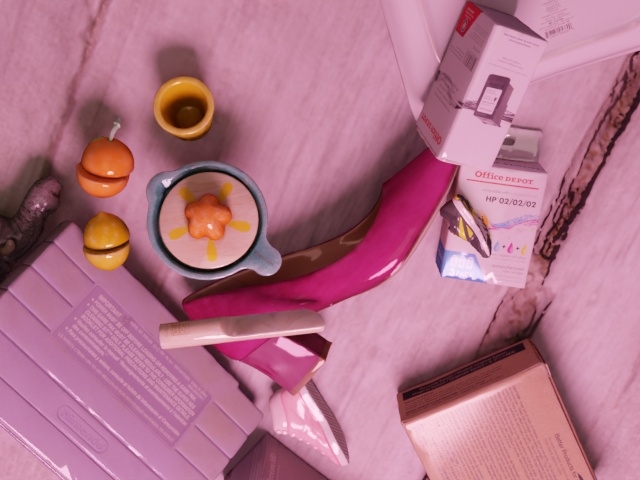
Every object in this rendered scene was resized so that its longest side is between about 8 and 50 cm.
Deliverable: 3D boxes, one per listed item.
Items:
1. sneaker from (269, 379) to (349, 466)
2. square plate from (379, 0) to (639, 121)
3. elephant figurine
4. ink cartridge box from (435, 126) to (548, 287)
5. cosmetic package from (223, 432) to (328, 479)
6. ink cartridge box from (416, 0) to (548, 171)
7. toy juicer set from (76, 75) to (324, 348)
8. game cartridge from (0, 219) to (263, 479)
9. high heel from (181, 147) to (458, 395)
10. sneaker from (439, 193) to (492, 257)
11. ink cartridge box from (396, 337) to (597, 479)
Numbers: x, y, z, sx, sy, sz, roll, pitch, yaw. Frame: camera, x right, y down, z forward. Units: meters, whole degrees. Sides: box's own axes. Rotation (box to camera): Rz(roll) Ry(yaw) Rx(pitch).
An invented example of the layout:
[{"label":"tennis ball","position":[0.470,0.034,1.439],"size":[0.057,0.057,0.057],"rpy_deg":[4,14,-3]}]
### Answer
[{"label":"sneaker","position":[-0.018,0.242,1.231],"size":[0.070,0.051,0.134],"rpy_deg":[-28,102,10]},{"label":"square plate","position":[0.224,-0.327,1.026],"size":[0.347,0.049,0.344],"rpy_deg":[-19,114,4]},{"label":"elephant figurine","position":[-0.431,0.034,1.133],"size":[0.169,0.186,0.239],"rpy_deg":[11,99,42]},{"label":"ink cartridge box","position":[0.205,-0.043,1.134],"size":[0.104,0.061,0.181],"rpy_deg":[7,107,-1]},{"label":"cosmetic package","position":[-0.015,0.375,1.232],"size":[0.238,0.127,0.107],"rpy_deg":[42,103,-13]},{"label":"ink cartridge box","position":[0.166,-0.163,1.009],"size":[0.063,0.109,0.150],"rpy_deg":[15,114,-15]},{"label":"toy juicer set","position":[-0.157,-0.004,1.060],"size":[0.209,0.089,0.329],"rpy_deg":[-27,82,-5]},{"label":"game cartridge","position":[-0.250,0.174,1.131],"size":[0.355,0.068,0.230],"rpy_deg":[50,60,-21]},{"label":"high heel","position":[0.000,0.000,1.122],"size":[0.181,0.127,0.377],"rpy_deg":[36,100,-3]},{"label":"sneaker","position":[0.168,-0.014,1.099],"size":[0.035,0.031,0.083],"rpy_deg":[-28,99,26]},{"label":"ink cartridge box","position":[0.231,0.270,1.216],"size":[0.193,0.088,0.234],"rpy_deg":[-24,106,7]}]
